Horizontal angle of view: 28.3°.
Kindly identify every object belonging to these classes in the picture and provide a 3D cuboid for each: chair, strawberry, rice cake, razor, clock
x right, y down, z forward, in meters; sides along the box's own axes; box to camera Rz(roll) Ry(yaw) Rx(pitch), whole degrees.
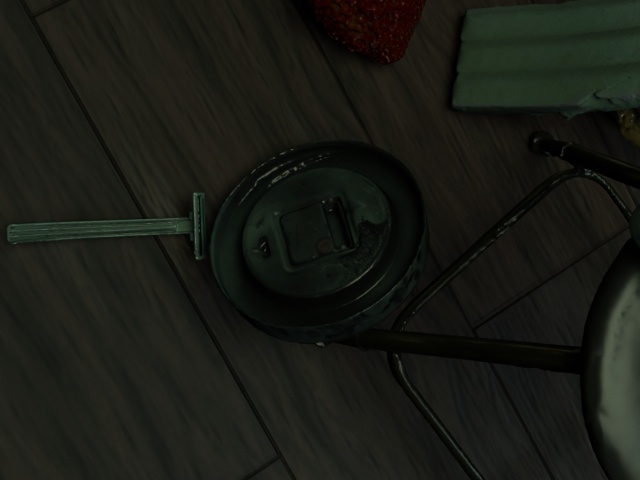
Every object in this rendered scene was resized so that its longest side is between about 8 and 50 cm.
[{"bbox_3d":[0.285,0.114,1.191,0.362,0.410,0.365,-39,99,-17],"label":"chair"},{"bbox_3d":[0.047,-0.260,1.292,0.131,0.131,0.148,-52,144,-14],"label":"strawberry"},{"bbox_3d":[0.251,-0.190,1.318,0.043,0.237,0.127,19,75,-60],"label":"rice cake"},{"bbox_3d":[-0.205,-0.011,1.225,0.191,0.037,0.068,-3,92,-17],"label":"razor"},{"bbox_3d":[0.000,0.000,1.223,0.215,0.042,0.215,-8,56,12],"label":"clock"}]

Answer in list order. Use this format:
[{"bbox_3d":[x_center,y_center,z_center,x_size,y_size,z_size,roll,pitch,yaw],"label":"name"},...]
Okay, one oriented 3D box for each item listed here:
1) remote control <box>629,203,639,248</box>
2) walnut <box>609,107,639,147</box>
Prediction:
[{"bbox_3d":[0.366,0.054,0.976,0.140,0.056,0.296,-43,101,-17],"label":"remote control"},{"bbox_3d":[0.409,-0.194,1.367,0.245,0.198,0.198,-45,101,-9],"label":"walnut"}]
